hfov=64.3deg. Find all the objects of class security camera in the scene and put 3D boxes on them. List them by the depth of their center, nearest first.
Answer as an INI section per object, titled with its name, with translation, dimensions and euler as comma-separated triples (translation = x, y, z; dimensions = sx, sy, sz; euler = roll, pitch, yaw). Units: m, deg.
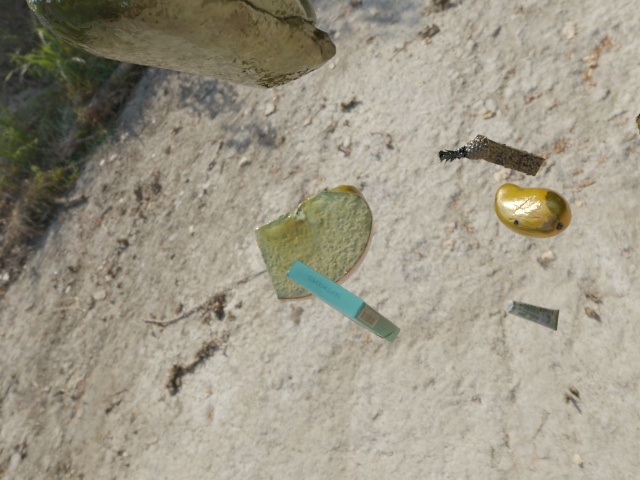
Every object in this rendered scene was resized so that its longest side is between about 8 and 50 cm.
[security camera]
translation = -0.023, -0.369, 0.872
dimensions = 0.058, 0.058, 0.092
euler = -24, 85, 30

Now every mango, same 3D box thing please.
[mango]
translation = 0.610, -0.088, 1.478
dimensions = 0.157, 0.109, 0.262
euler = -54, 29, 7

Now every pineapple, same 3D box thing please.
[pineapple]
translation = 0.334, -0.212, 1.202
dimensions = 0.124, 0.058, 0.058
euler = -5, 58, 18

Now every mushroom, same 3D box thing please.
[mushroom]
translation = -0.125, -0.214, 0.483
dimensions = 0.292, 0.217, 0.212
euler = 5, 54, 31

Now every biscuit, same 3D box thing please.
[biscuit]
translation = 0.512, -0.234, 1.407
dimensions = 0.034, 0.199, 0.064
euler = -71, 1, -65

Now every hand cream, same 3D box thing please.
[hand cream]
translation = 0.573, 0.195, 1.375
dimensions = 0.143, 0.039, 0.061
euler = 18, 70, 2

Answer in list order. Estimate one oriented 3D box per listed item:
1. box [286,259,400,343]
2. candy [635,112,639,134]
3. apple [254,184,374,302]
[box]
translation = 0.050, 0.122, 0.969
dimensions = 0.162, 0.229, 0.041
euler = 30, 84, 31
[candy]
translation = 0.858, -0.290, 1.238
dimensions = 0.297, 0.187, 0.081
euler = -40, 21, -22
[apple]
translation = 0.000, 0.000, 1.345
dimensions = 0.309, 0.252, 0.314
euler = -24, 24, 6
